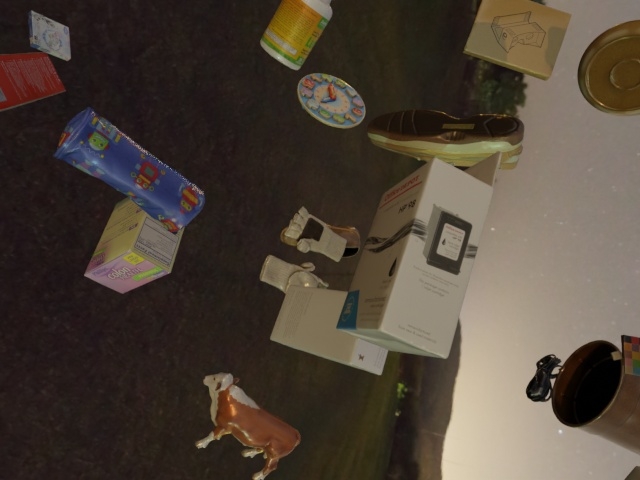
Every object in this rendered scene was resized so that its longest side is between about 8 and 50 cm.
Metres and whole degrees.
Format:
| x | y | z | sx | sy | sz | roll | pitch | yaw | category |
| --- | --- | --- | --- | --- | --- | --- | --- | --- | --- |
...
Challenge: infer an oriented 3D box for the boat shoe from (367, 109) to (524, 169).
| x | y | z | sx | sy | sz | roll | pitch | yaw | category |
| --- | --- | --- | --- | --- | --- | --- | --- | --- | --- |
| 0.149 | -0.116 | 0.538 | 0.068 | 0.190 | 0.072 | -55 | 145 | -31 | boat shoe |

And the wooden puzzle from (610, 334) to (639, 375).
| x | y | z | sx | sy | sz | roll | pitch | yaw | category |
| --- | --- | --- | --- | --- | --- | --- | --- | --- | --- |
| 0.415 | 0.151 | 0.550 | 0.006 | 0.083 | 0.049 | 95 | 6 | -70 | wooden puzzle |

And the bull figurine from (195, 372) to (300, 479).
| x | y | z | sx | sy | sz | roll | pitch | yaw | category |
| --- | --- | --- | --- | --- | --- | --- | --- | --- | --- |
| -0.207 | 0.488 | 1.131 | 0.188 | 0.310 | 0.101 | -52 | -175 | 10 | bull figurine |

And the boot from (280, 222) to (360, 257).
| x | y | z | sx | sy | sz | roll | pitch | yaw | category |
| --- | --- | --- | --- | --- | --- | --- | --- | --- | --- |
| 0.000 | 0.000 | 1.603 | 0.115 | 0.306 | 0.112 | -92 | -174 | -52 | boot |

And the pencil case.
| x | y | z | sx | sy | sz | roll | pitch | yaw | category |
| --- | --- | --- | --- | --- | --- | --- | --- | --- | --- |
| -0.391 | -0.137 | 0.899 | 0.306 | 0.133 | 0.119 | 41 | 66 | -39 | pencil case |

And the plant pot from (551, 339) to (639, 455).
| x | y | z | sx | sy | sz | roll | pitch | yaw | category |
| --- | --- | --- | --- | --- | --- | --- | --- | --- | --- |
| 0.534 | 0.288 | 0.745 | 0.167 | 0.165 | 0.167 | -60 | 176 | -7 | plant pot |

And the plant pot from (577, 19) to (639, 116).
| x | y | z | sx | sy | sz | roll | pitch | yaw | category |
| --- | --- | --- | --- | --- | --- | --- | --- | --- | --- |
| 0.763 | -0.414 | 1.058 | 0.032 | 0.236 | 0.236 | -42 | 144 | -31 | plant pot |

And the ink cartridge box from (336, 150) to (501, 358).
| x | y | z | sx | sy | sz | roll | pitch | yaw | category |
| --- | --- | --- | --- | --- | --- | --- | --- | --- | --- |
| 0.083 | 0.003 | 0.372 | 0.104 | 0.060 | 0.180 | 145 | -33 | -71 | ink cartridge box |

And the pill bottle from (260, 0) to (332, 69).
| x | y | z | sx | sy | sz | roll | pitch | yaw | category |
| --- | --- | --- | --- | --- | --- | --- | --- | --- | --- |
| -0.053 | -0.623 | 1.200 | 0.245 | 0.136 | 0.136 | -52 | 175 | 25 | pill bottle |

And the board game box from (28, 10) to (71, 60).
| x | y | z | sx | sy | sz | roll | pitch | yaw | category |
| --- | --- | --- | --- | --- | --- | --- | --- | --- | --- |
| -0.682 | -0.514 | 1.078 | 0.090 | 0.020 | 0.090 | 6 | 73 | -57 | board game box |

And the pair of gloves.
| x | y | z | sx | sy | sz | roll | pitch | yaw | category |
| --- | --- | --- | --- | --- | --- | --- | --- | --- | --- |
| -0.036 | 0.051 | 1.173 | 0.204 | 0.042 | 0.240 | 37 | 71 | -27 | pair of gloves |

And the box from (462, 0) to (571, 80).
| x | y | z | sx | sy | sz | roll | pitch | yaw | category |
| --- | --- | --- | --- | --- | --- | --- | --- | --- | --- |
| 0.445 | -0.468 | 0.968 | 0.021 | 0.201 | 0.164 | 86 | 24 | -83 | box |

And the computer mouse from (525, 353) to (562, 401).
| x | y | z | sx | sy | sz | roll | pitch | yaw | category |
| --- | --- | --- | --- | --- | --- | --- | --- | --- | --- |
| 0.623 | 0.320 | 0.967 | 0.188 | 0.272 | 0.072 | -26 | 114 | -47 | computer mouse |

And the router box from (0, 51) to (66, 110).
| x | y | z | sx | sy | sz | roll | pitch | yaw | category |
| --- | --- | --- | --- | --- | --- | --- | --- | --- | --- |
| -0.683 | -0.240 | 0.756 | 0.301 | 0.336 | 0.082 | -115 | -173 | -63 | router box |

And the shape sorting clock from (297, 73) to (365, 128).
| x | y | z | sx | sy | sz | roll | pitch | yaw | category |
| --- | --- | --- | --- | --- | --- | --- | --- | --- | --- |
| 0.033 | -0.397 | 1.202 | 0.206 | 0.206 | 0.040 | -66 | -177 | -37 | shape sorting clock |

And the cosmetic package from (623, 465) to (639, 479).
| x | y | z | sx | sy | sz | roll | pitch | yaw | category |
| --- | --- | --- | --- | --- | --- | --- | --- | --- | --- |
| 0.365 | 0.295 | 0.429 | 0.041 | 0.115 | 0.060 | -36 | 178 | -15 | cosmetic package |

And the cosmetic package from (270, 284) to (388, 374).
| x | y | z | sx | sy | sz | roll | pitch | yaw | category |
| --- | --- | --- | --- | --- | --- | --- | --- | --- | --- |
| 0.018 | 0.151 | 0.762 | 0.086 | 0.231 | 0.117 | 30 | 72 | -36 | cosmetic package |

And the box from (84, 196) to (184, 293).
| x | y | z | sx | sy | sz | roll | pitch | yaw | category |
| --- | --- | --- | --- | --- | --- | --- | --- | --- | --- |
| -0.474 | -0.012 | 1.132 | 0.117 | 0.214 | 0.242 | 40 | 41 | -38 | box |
